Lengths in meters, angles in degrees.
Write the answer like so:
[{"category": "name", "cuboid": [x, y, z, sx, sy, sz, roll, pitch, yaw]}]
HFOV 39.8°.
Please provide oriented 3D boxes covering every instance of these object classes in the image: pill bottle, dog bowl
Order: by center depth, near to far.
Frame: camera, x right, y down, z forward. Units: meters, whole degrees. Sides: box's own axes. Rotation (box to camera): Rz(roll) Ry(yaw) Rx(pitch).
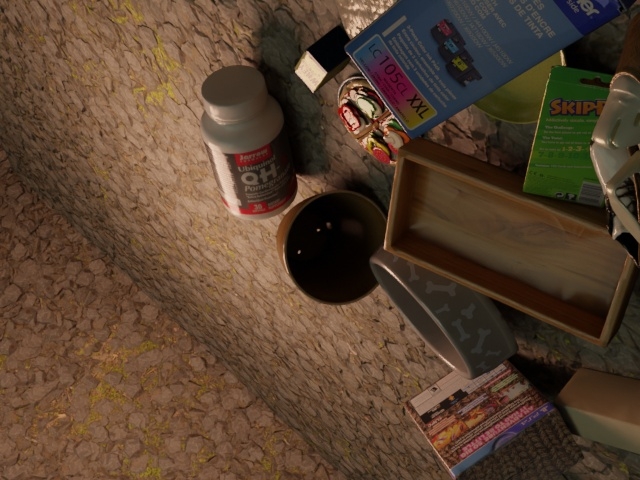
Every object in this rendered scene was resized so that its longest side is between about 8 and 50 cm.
[{"category": "dog bowl", "cuboid": [0.228, 0.123, 1.714, 0.349, 0.102, 0.349, 51, 173, 8]}, {"category": "pill bottle", "cuboid": [-0.154, -0.206, 1.866, 0.176, 0.176, 0.318, 31, 151, 31]}]

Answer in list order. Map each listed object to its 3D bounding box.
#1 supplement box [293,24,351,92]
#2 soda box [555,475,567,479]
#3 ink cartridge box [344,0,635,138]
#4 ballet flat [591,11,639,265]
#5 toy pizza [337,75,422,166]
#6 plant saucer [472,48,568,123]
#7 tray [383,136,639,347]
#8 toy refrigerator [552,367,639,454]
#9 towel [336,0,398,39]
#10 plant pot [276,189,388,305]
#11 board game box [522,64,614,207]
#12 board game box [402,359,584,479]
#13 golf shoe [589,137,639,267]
[{"category": "supplement box", "cuboid": [0.009, -0.318, 1.553, 0.056, 0.083, 0.083, 48, 156, 0]}, {"category": "soda box", "cuboid": [0.468, 0.509, 2.055, 0.216, 0.074, 0.069, 48, 155, 0]}, {"category": "ink cartridge box", "cuboid": [0.240, -0.299, 0.960, 0.151, 0.270, 0.395, 49, 147, -7]}, {"category": "ballet flat", "cuboid": [0.406, -0.104, 1.097, 0.116, 0.124, 0.342, -134, 23, -65]}, {"category": "toy pizza", "cuboid": [0.102, -0.211, 1.624, 0.201, 0.032, 0.201, 36, 153, 22]}, {"category": "plant saucer", "cuboid": [0.259, -0.278, 1.272, 0.241, 0.037, 0.241, 37, 154, 22]}, {"category": "tray", "cuboid": [0.306, -0.005, 1.438, 0.411, 0.076, 0.202, 24, 128, 26]}, {"category": "toy refrigerator", "cuboid": [0.565, 0.317, 1.587, 0.269, 0.102, 0.094, 5, 132, 55]}, {"category": "towel", "cuboid": [0.069, -0.407, 1.335, 0.187, 0.049, 0.282, 27, 147, 54]}, {"category": "plant pot", "cuboid": [0.000, 0.000, 1.912, 0.237, 0.237, 0.254, 55, 169, -17]}, {"category": "board game box", "cuboid": [0.367, -0.147, 1.247, 0.124, 0.039, 0.259, 13, 148, 12]}, {"category": "board game box", "cuboid": [0.337, 0.379, 1.772, 0.141, 0.232, 0.291, 57, 178, -23]}, {"category": "golf shoe", "cuboid": [0.421, -0.054, 1.200, 0.077, 0.094, 0.198, -24, 101, 42]}]
